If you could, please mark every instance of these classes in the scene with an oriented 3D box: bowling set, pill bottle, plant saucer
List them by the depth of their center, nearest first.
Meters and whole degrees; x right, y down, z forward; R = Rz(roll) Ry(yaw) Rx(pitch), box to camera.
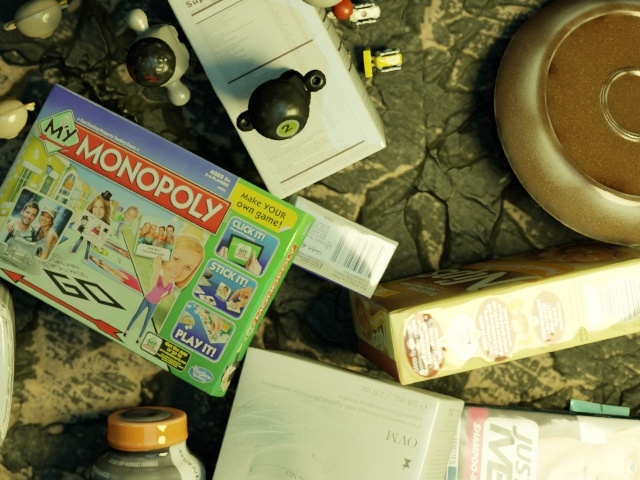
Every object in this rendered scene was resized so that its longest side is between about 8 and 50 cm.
[{"bbox_3d":[-0.368,-0.129,1.528,0.287,0.154,0.200,-23,101,-9],"label":"bowling set"},{"bbox_3d":[-0.188,0.310,1.635,0.130,0.130,0.246,-2,98,-13],"label":"pill bottle"},{"bbox_3d":[0.353,-0.150,1.699,0.310,0.050,0.311,4,74,-13],"label":"plant saucer"}]

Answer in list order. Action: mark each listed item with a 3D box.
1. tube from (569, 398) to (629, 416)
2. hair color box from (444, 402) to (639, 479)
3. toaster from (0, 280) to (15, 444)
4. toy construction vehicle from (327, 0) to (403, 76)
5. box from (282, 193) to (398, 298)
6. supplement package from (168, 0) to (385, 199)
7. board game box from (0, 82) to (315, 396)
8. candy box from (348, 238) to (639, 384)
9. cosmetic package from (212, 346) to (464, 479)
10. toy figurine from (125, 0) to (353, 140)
[{"bbox_3d":[0.325,0.300,1.802,0.080,0.052,0.207,9,89,-22],"label":"tube"},{"bbox_3d":[0.280,0.284,1.723,0.347,0.105,0.174,5,85,-7],"label":"hair color box"},{"bbox_3d":[-0.383,0.125,1.559,0.129,0.146,0.227,4,96,-15],"label":"toaster"},{"bbox_3d":[0.040,-0.227,1.679,0.098,0.035,0.086,-12,110,-9],"label":"toy construction vehicle"},{"bbox_3d":[0.000,0.000,1.639,0.126,0.137,0.072,25,91,-15],"label":"box"},{"bbox_3d":[-0.043,-0.189,1.593,0.139,0.134,0.244,-26,102,7],"label":"supplement package"},{"bbox_3d":[-0.193,-0.003,1.566,0.317,0.046,0.213,27,90,14],"label":"board game box"},{"bbox_3d":[0.208,0.075,1.674,0.316,0.183,0.087,-11,98,-12],"label":"candy box"},{"bbox_3d":[0.012,0.252,1.614,0.224,0.138,0.225,13,88,18],"label":"cosmetic package"},{"bbox_3d":[-0.081,-0.217,1.440,0.209,0.148,0.213,20,105,-4],"label":"toy figurine"}]
